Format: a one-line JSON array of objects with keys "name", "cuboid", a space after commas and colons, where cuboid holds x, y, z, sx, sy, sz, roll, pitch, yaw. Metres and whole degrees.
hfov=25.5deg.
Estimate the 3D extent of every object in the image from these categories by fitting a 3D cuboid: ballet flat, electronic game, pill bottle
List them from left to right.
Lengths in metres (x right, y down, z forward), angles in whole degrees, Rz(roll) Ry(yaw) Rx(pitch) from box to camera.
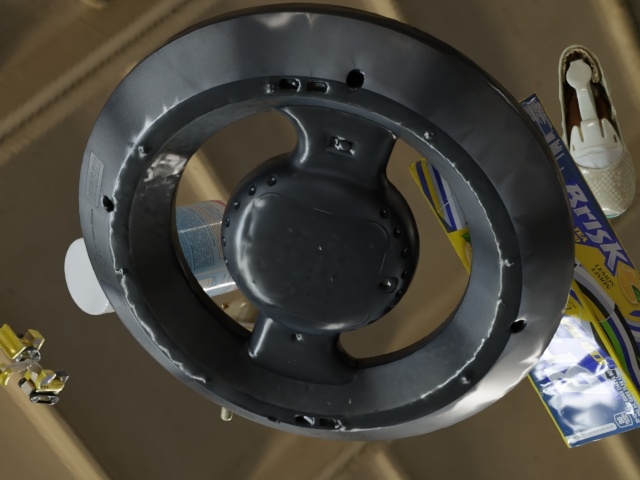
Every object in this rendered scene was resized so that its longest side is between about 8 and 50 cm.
[{"name": "pill bottle", "cuboid": [-0.140, 0.017, 1.240, 0.160, 0.087, 0.087, -13, -66, -45]}, {"name": "electronic game", "cuboid": [0.000, 0.000, 0.643, 0.048, 0.229, 0.229, -69, -33, -55]}, {"name": "ballet flat", "cuboid": [0.216, -0.093, 1.148, 0.057, 0.168, 0.052, -15, -42, 11]}]

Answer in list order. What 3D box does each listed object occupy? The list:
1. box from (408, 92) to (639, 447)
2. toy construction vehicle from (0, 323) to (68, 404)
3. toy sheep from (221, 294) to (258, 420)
[{"name": "box", "cuboid": [0.118, 0.016, 0.715, 0.054, 0.059, 0.169, -31, -87, -44]}, {"name": "toy construction vehicle", "cuboid": [-0.260, 0.100, 1.222, 0.035, 0.086, 0.098, -53, -32, 12]}, {"name": "toy sheep", "cuboid": [-0.083, 0.119, 1.428, 0.091, 0.091, 0.132, 10, -86, -37]}]
